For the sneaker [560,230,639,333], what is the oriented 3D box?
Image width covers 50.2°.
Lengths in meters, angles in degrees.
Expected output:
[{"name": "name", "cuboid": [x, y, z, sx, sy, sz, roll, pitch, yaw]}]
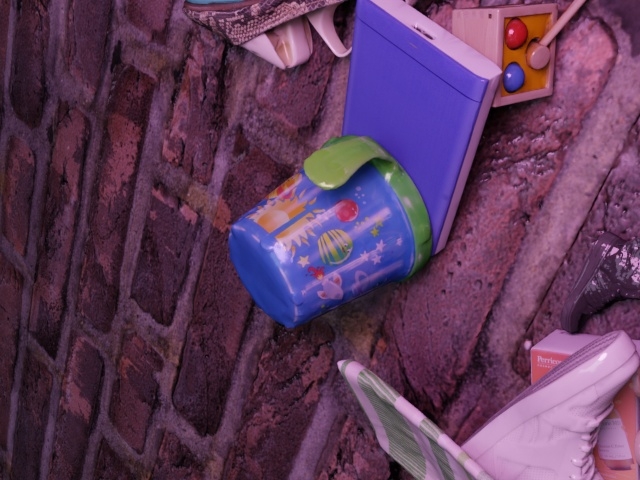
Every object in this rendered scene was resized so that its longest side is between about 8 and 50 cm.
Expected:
[{"name": "sneaker", "cuboid": [0.365, 0.056, 0.835, 0.089, 0.051, 0.170, 32, 116, 36]}]

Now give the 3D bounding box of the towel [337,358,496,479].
[{"name": "towel", "cuboid": [0.158, 0.312, 0.951, 0.325, 0.038, 0.248, 37, 159, 46]}]

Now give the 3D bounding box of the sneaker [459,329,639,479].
[{"name": "sneaker", "cuboid": [0.300, 0.236, 0.785, 0.169, 0.108, 0.293, 50, 138, 18]}]

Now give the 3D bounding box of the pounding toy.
[{"name": "pounding toy", "cuboid": [0.243, -0.237, 0.826, 0.100, 0.141, 0.130, 23, 123, 50]}]

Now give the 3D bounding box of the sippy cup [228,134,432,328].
[{"name": "sippy cup", "cuboid": [0.000, 0.000, 0.969, 0.240, 0.224, 0.306, 20, 135, 51]}]

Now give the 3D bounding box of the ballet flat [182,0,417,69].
[{"name": "ballet flat", "cuboid": [-0.015, -0.350, 1.008, 0.482, 0.164, 0.182, -4, 124, 41]}]

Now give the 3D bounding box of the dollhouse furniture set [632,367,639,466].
[{"name": "dollhouse furniture set", "cuboid": [0.422, 0.129, 0.682, 0.212, 0.161, 0.242, -7, 77, 45]}]

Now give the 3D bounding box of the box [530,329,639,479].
[{"name": "box", "cuboid": [0.346, 0.212, 0.863, 0.130, 0.091, 0.171, 2, 102, 40]}]

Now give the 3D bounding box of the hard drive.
[{"name": "hard drive", "cuboid": [0.113, -0.146, 0.914, 0.210, 0.040, 0.319, 44, 151, 26]}]
